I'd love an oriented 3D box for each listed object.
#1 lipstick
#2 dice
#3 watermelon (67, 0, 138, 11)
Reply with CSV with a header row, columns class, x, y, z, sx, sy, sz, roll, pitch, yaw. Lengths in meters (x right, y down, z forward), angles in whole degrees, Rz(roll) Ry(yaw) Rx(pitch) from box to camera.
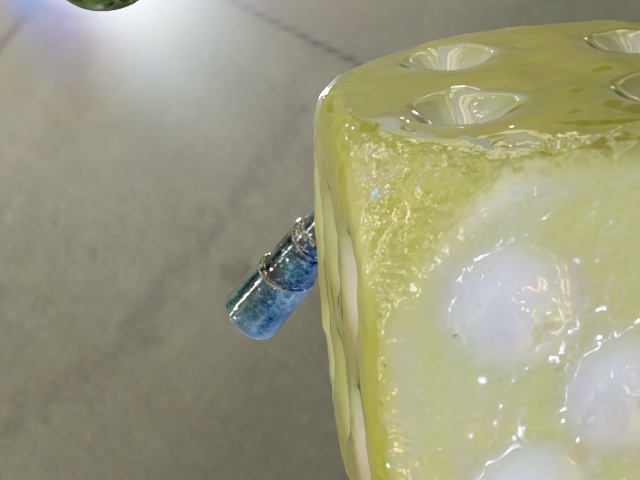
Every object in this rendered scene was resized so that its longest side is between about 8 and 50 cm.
class,x,y,z,sx,sy,sz,roll,pitch,yaw
lipstick,0.000,0.000,1.492,0.053,0.234,0.053,20,47,-23
dice,0.121,0.023,0.922,0.233,0.227,0.238,-7,19,-5
watermelon,-0.192,-0.230,1.495,0.105,0.062,0.105,26,49,-34
